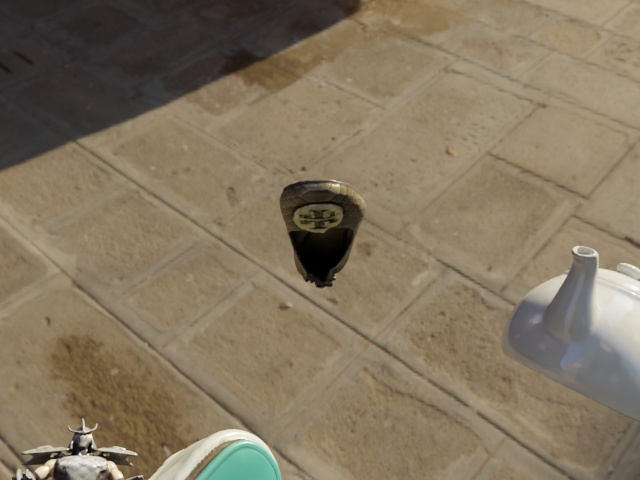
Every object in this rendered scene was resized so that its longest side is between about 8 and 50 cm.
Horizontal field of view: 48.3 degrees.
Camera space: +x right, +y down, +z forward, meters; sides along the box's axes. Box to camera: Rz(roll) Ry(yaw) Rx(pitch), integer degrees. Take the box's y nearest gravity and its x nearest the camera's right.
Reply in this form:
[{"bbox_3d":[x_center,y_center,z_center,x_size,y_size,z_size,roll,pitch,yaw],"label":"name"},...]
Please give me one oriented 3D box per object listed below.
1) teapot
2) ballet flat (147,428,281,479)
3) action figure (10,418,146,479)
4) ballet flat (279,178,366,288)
[{"bbox_3d":[0.388,0.121,0.978,0.252,0.256,0.187,26,89,-2],"label":"teapot"},{"bbox_3d":[-0.188,0.312,0.579,0.139,0.139,0.400,27,47,25],"label":"ballet flat"},{"bbox_3d":[-0.336,0.381,0.995,0.185,0.099,0.285,1,52,-14],"label":"action figure"},{"bbox_3d":[0.000,0.000,0.741,0.084,0.250,0.058,4,72,-1],"label":"ballet flat"}]
